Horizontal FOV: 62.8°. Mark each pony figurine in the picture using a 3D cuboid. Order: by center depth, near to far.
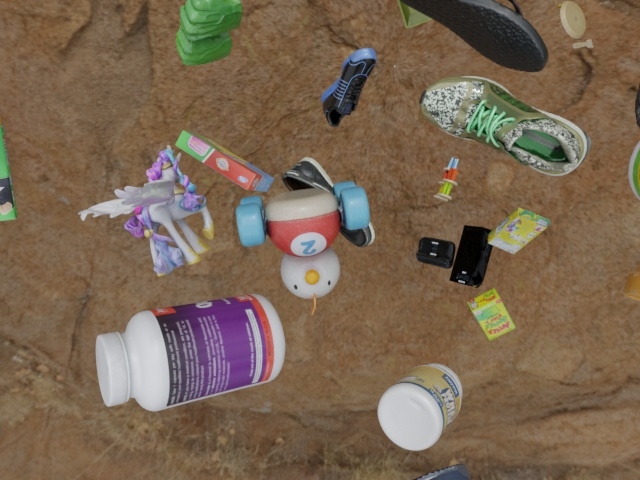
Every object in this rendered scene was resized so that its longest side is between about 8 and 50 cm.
[{"bbox_3d":[-0.491,-0.086,1.595,0.302,0.351,0.364,-11,105,36],"label":"pony figurine"}]

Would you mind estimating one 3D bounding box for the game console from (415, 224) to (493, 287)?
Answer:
[{"bbox_3d":[0.485,0.041,1.949,0.043,0.361,0.213,17,89,-30],"label":"game console"}]

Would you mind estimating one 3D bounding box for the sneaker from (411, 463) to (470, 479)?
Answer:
[{"bbox_3d":[0.168,0.478,0.884,0.112,0.318,0.131,-48,58,37],"label":"sneaker"}]

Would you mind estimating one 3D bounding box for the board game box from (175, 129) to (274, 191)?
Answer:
[{"bbox_3d":[-0.350,-0.291,1.960,0.316,0.242,0.064,32,99,7],"label":"board game box"}]

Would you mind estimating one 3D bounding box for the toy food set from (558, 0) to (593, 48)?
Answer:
[{"bbox_3d":[0.788,-0.690,1.649,0.132,0.038,0.192,-18,93,-32],"label":"toy food set"}]

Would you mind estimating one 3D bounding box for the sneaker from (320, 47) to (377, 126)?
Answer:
[{"bbox_3d":[0.078,-0.381,1.331,0.081,0.232,0.091,-3,68,-28],"label":"sneaker"}]

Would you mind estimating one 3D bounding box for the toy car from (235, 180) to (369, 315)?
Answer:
[{"bbox_3d":[-0.021,0.029,0.954,0.219,0.210,0.238,-10,102,-3],"label":"toy car"}]

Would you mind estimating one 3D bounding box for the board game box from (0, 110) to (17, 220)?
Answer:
[{"bbox_3d":[-0.408,-0.145,0.631,0.046,0.317,0.214,-9,102,-29],"label":"board game box"}]

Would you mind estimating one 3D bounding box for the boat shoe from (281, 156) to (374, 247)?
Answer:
[{"bbox_3d":[0.015,-0.068,1.096,0.233,0.079,0.084,47,136,4],"label":"boat shoe"}]

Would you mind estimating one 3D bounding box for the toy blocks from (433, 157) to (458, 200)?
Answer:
[{"bbox_3d":[0.434,-0.211,1.758,0.054,0.123,0.148,20,90,3],"label":"toy blocks"}]

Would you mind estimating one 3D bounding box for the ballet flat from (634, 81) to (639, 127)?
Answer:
[{"bbox_3d":[0.555,-0.256,0.871,0.057,0.173,0.049,26,153,23],"label":"ballet flat"}]

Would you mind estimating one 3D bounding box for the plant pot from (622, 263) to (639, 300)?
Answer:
[{"bbox_3d":[0.865,0.070,1.257,0.205,0.205,0.188,17,89,2],"label":"plant pot"}]

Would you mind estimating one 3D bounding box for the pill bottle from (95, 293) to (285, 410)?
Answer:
[{"bbox_3d":[-0.241,0.209,0.991,0.322,0.181,0.182,-6,113,-33],"label":"pill bottle"}]

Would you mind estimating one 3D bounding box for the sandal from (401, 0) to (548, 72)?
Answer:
[{"bbox_3d":[0.354,-0.554,1.222,0.445,0.167,0.107,37,86,9],"label":"sandal"}]

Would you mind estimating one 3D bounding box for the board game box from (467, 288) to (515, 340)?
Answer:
[{"bbox_3d":[0.534,0.233,1.632,0.092,0.043,0.181,-30,130,12],"label":"board game box"}]

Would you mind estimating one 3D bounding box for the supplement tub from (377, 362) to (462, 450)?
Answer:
[{"bbox_3d":[0.231,0.365,1.180,0.144,0.199,0.145,4,99,31],"label":"supplement tub"}]

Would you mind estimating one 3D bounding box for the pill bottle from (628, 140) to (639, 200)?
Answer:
[{"bbox_3d":[0.548,-0.086,0.692,0.136,0.246,0.137,-2,104,-6],"label":"pill bottle"}]

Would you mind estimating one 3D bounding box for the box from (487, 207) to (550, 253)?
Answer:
[{"bbox_3d":[0.621,-0.035,1.645,0.105,0.043,0.179,22,142,-12],"label":"box"}]

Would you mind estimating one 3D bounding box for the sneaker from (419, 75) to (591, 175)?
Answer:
[{"bbox_3d":[0.419,-0.266,1.200,0.410,0.182,0.158,24,113,11],"label":"sneaker"}]

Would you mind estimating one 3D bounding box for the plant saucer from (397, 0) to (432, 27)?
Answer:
[{"bbox_3d":[0.328,-0.761,1.602,0.188,0.188,0.045,-16,63,16],"label":"plant saucer"}]

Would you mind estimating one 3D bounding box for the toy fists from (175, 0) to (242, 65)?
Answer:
[{"bbox_3d":[-0.304,-0.551,1.369,0.142,0.279,0.096,-28,91,-23],"label":"toy fists"}]
